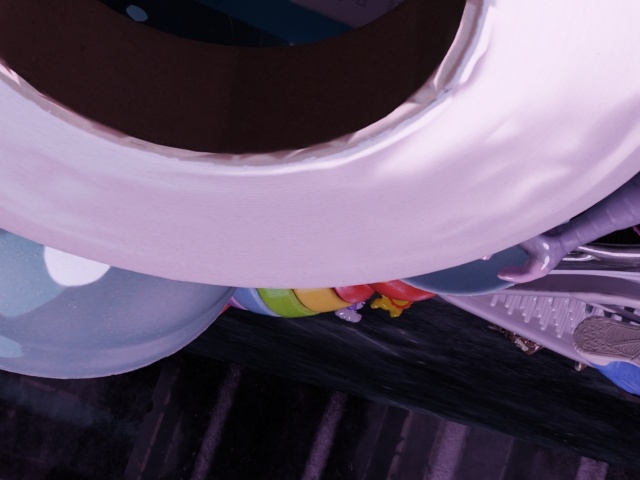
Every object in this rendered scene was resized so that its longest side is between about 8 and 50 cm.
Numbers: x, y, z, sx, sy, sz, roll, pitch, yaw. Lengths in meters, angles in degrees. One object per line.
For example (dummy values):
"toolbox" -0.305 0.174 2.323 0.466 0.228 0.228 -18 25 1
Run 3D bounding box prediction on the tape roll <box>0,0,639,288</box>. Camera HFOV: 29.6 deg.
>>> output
"tape roll" -0.040 -0.120 0.447 0.392 0.072 0.392 5 142 4

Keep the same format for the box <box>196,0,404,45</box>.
"box" -0.006 -0.150 0.580 0.244 0.100 0.060 22 169 -13

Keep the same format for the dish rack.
"dish rack" 0.305 0.072 1.194 0.286 0.072 0.333 24 167 -27

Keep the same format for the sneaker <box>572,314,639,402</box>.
"sneaker" 0.302 0.115 1.064 0.152 0.058 0.084 15 163 45

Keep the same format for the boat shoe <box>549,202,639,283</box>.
"boat shoe" 0.166 -0.038 0.855 0.335 0.121 0.119 6 157 12

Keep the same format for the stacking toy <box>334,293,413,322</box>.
"stacking toy" -0.001 0.049 1.645 0.221 0.052 0.167 24 166 -15

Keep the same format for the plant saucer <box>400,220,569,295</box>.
"plant saucer" 0.082 -0.059 0.797 0.195 0.194 0.037 12 -154 30

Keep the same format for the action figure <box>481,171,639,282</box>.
"action figure" 0.254 -0.014 0.605 0.248 0.275 0.370 43 -179 8

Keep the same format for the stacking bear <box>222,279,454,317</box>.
"stacking bear" 0.000 0.000 1.156 0.289 0.175 0.164 1 -172 28

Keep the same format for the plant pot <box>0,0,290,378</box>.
"plant pot" -0.135 -0.091 0.721 0.293 0.293 0.196 23 141 -17

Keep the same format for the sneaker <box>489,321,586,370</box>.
"sneaker" 0.234 0.092 1.398 0.188 0.071 0.066 18 169 4
